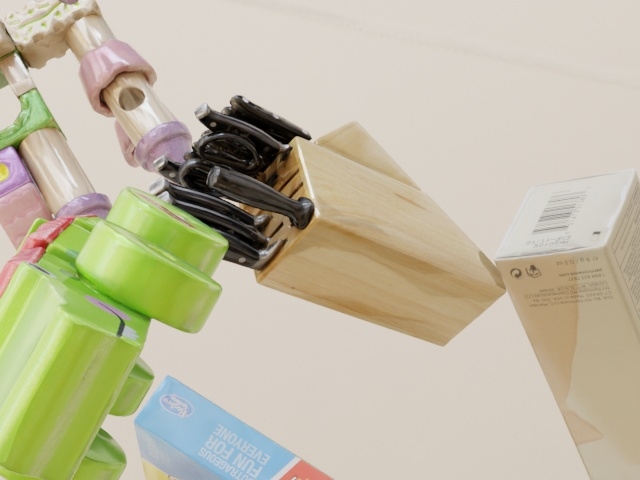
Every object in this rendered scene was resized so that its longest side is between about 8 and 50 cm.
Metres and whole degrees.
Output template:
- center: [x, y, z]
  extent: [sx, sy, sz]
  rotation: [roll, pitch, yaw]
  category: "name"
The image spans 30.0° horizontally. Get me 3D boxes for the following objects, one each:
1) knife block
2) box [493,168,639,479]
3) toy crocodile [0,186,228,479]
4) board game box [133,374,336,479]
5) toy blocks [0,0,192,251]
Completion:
- center: [0.000, 0.000, 0.972]
  extent: [0.276, 0.242, 0.088]
  rotation: [47, -58, 4]
  category: "knife block"
- center: [0.307, 0.097, 1.248]
  extent: [0.121, 0.148, 0.311]
  rotation: [-9, -61, 34]
  category: "box"
- center: [-0.117, 0.035, 0.582]
  extent: [0.105, 0.340, 0.115]
  rotation: [29, -85, -7]
  category: "toy crocodile"
- center: [-0.085, 0.290, 1.334]
  extent: [0.242, 0.064, 0.316]
  rotation: [30, -26, 12]
  category: "board game box"
- center: [-0.260, -0.078, 1.028]
  extent: [0.288, 0.309, 0.260]
  rotation: [-30, -114, -8]
  category: "toy blocks"
